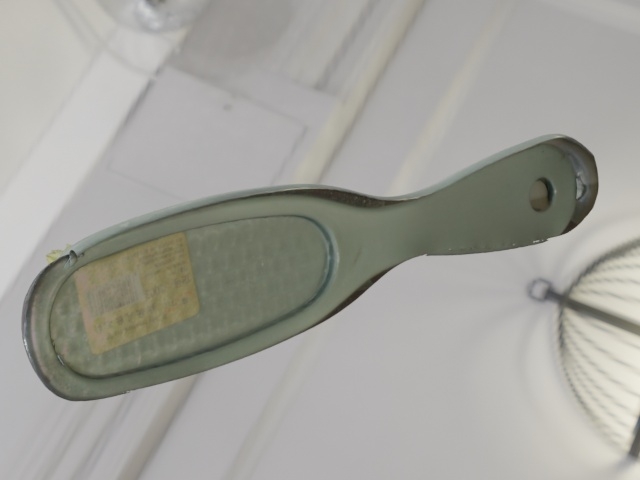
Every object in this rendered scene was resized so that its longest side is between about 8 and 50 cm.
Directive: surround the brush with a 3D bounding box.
[{"bbox_3d":[0.000,0.000,0.553,0.297,0.060,0.068,-15,-74,-33],"label":"brush"}]
